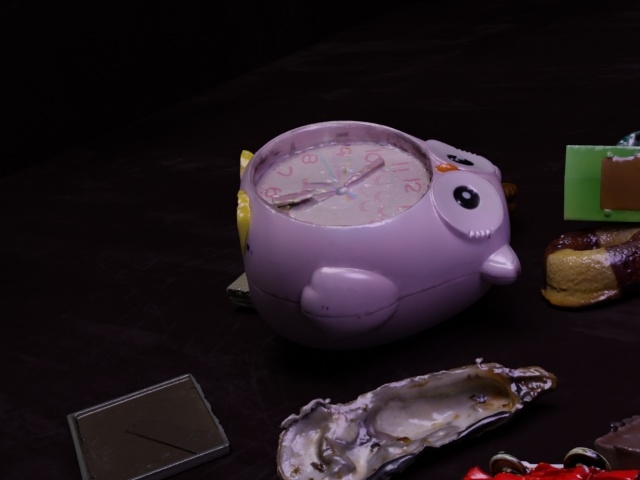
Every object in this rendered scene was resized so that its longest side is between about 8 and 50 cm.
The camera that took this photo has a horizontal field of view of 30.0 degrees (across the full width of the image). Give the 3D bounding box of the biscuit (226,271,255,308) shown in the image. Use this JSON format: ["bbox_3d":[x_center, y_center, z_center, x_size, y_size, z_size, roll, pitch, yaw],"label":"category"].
[{"bbox_3d":[-0.016,0.068,1.911,0.252,0.052,0.150,4,31,39],"label":"biscuit"}]

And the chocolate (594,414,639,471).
[{"bbox_3d":[0.384,0.208,1.153,0.161,0.083,0.261,1,8,45],"label":"chocolate"}]

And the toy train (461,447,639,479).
[{"bbox_3d":[0.220,0.262,1.098,0.204,0.131,0.083,-13,22,43],"label":"toy train"}]

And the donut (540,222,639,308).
[{"bbox_3d":[0.396,0.030,1.679,0.184,0.073,0.166,-11,17,7],"label":"donut"}]

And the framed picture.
[{"bbox_3d":[-0.235,0.258,1.602,0.192,0.018,0.265,-19,19,-11],"label":"framed picture"}]

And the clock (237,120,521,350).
[{"bbox_3d":[0.080,-0.001,1.697,0.377,0.250,0.368,-2,37,2],"label":"clock"}]

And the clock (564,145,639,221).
[{"bbox_3d":[0.485,-0.078,1.775,0.220,0.106,0.255,2,1,17],"label":"clock"}]

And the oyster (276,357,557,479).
[{"bbox_3d":[0.113,0.217,1.386,0.345,0.078,0.128,-17,40,-10],"label":"oyster"}]

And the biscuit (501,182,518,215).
[{"bbox_3d":[0.220,-0.051,1.976,0.220,0.066,0.220,-9,5,1],"label":"biscuit"}]

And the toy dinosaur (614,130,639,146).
[{"bbox_3d":[0.555,-0.171,2.170,0.187,0.044,0.106,-25,4,10],"label":"toy dinosaur"}]
